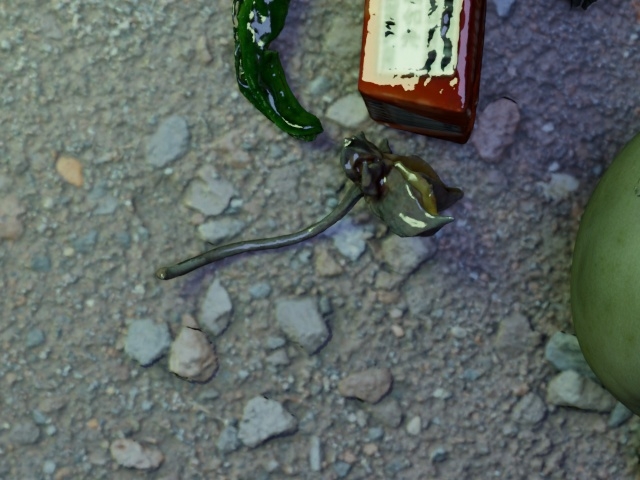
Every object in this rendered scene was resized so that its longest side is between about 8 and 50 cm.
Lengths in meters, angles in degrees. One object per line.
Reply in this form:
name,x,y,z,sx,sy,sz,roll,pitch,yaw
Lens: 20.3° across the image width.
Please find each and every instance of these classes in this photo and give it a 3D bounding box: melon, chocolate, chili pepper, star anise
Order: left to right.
chili pepper,-0.045,-0.180,1.680,0.073,0.050,0.182,-7,91,-13
star anise,0.000,0.000,1.663,0.218,0.148,0.227,26,116,-37
chocolate,0.098,-0.218,1.610,0.108,0.235,0.237,6,88,5
melon,0.365,0.012,1.611,0.268,0.268,0.330,29,74,-5

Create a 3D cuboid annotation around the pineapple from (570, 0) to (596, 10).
pineapple,0.326,-0.308,1.699,0.251,0.125,0.125,-33,92,0
